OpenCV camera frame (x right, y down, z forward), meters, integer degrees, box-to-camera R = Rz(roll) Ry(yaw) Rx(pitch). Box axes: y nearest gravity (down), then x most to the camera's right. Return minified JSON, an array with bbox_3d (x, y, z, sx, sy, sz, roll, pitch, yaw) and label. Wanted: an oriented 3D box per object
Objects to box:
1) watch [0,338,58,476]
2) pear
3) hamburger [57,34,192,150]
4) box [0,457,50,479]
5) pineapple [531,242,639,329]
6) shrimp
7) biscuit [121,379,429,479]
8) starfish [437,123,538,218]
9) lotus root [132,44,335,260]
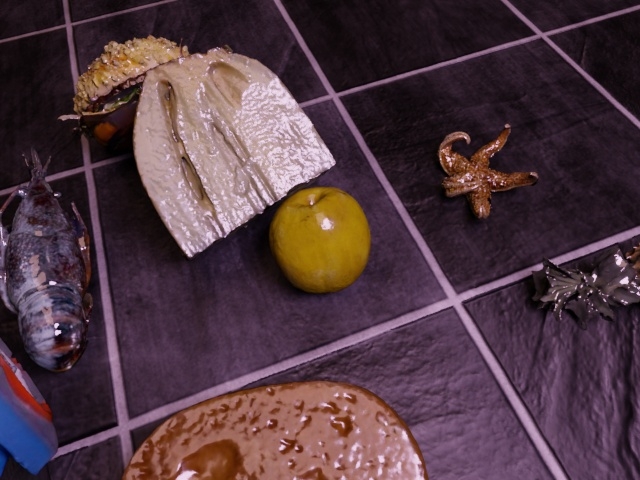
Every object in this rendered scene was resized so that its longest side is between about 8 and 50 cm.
[{"bbox_3d":[-0.488,0.196,0.509,0.305,0.241,0.274,23,47,34],"label":"watch"},{"bbox_3d":[0.000,0.000,0.684,0.149,0.162,0.149,-7,39,6],"label":"pear"},{"bbox_3d":[-0.329,-0.258,0.825,0.262,0.243,0.138,-34,99,-20],"label":"hamburger"},{"bbox_3d":[-0.396,0.324,0.572,0.125,0.027,0.126,-23,58,-14],"label":"box"},{"bbox_3d":[0.429,0.058,0.658,0.251,0.125,0.125,-8,57,4],"label":"pineapple"},{"bbox_3d":[-0.434,0.024,0.692,0.172,0.137,0.372,-13,58,-25],"label":"shrimp"},{"bbox_3d":[-0.051,0.325,0.532,0.367,0.063,0.314,-9,60,-3],"label":"biscuit"},{"bbox_3d":[0.278,-0.108,0.784,0.146,0.074,0.190,0,57,4],"label":"starfish"},{"bbox_3d":[-0.165,-0.146,0.731,0.267,0.149,0.260,-35,94,-12],"label":"lotus root"}]
